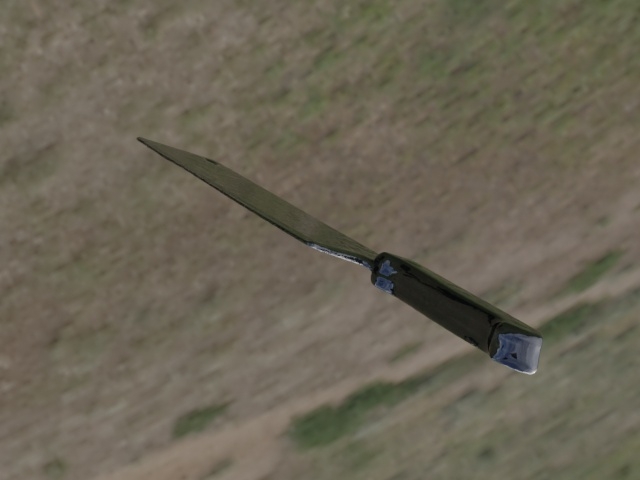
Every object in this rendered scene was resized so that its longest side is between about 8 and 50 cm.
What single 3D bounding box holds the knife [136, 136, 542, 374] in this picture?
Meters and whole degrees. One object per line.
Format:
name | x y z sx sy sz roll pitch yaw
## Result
knife | 0.000 0.000 0.734 0.072 0.245 0.019 15 101 -49
